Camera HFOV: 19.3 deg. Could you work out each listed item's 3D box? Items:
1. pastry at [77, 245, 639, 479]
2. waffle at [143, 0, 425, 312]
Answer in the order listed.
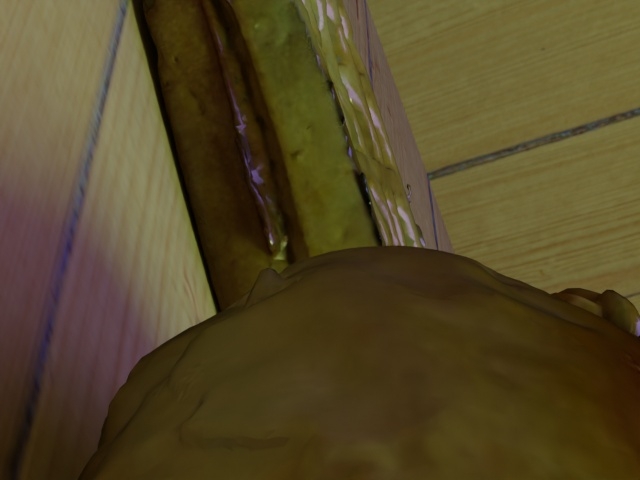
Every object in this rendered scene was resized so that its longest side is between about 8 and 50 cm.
[{"bbox_3d":[0.074,0.194,0.575,0.409,0.245,0.409,-18,90,-84],"label":"pastry"},{"bbox_3d":[0.000,0.000,1.010,0.224,0.098,0.327,29,42,-80],"label":"waffle"}]
